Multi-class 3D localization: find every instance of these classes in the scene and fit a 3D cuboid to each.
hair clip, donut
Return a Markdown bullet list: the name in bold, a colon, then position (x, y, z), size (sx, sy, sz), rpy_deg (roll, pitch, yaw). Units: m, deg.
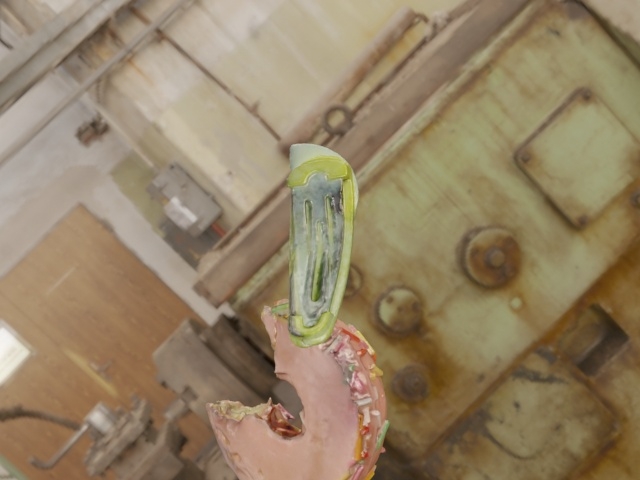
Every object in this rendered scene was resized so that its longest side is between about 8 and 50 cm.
- **hair clip**: position (0.000, 0.000, 0.664), size (0.060, 0.033, 0.188), rpy_deg (-8, 57, 18)
- **donut**: position (-0.013, 0.184, 0.891), size (0.085, 0.199, 0.232), rpy_deg (-8, -42, -52)
